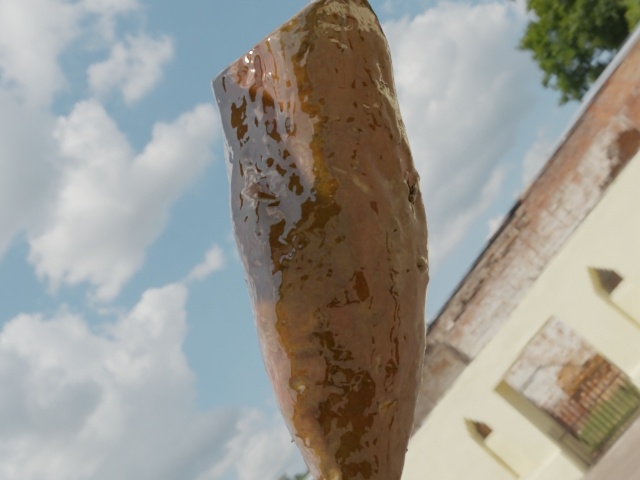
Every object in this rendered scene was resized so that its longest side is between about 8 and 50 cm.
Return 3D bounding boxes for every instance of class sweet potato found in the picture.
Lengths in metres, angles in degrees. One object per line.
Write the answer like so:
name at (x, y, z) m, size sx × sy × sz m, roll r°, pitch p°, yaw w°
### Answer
sweet potato at (0.000, 0.000, 0.440) m, size 0.097 × 0.252 × 0.097 m, roll -6°, pitch -5°, yaw -1°
